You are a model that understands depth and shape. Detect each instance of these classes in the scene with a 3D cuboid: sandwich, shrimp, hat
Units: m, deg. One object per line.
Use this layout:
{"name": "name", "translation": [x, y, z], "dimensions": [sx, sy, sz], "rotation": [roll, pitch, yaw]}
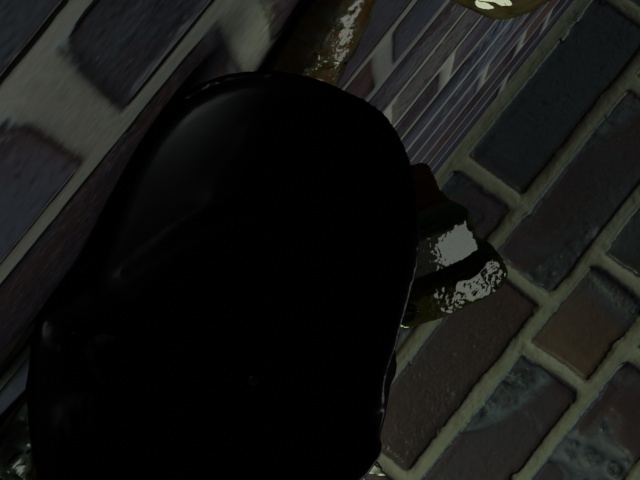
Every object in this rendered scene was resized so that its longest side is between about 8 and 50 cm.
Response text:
{"name": "sandwich", "translation": [0.059, 0.003, 1.555], "dimensions": [0.212, 0.292, 0.109], "rotation": [-64, 147, -44]}
{"name": "shrimp", "translation": [-0.005, -0.127, 1.022], "dimensions": [0.223, 0.047, 0.126], "rotation": [-57, -177, 30]}
{"name": "hat", "translation": [-0.035, 0.044, 0.952], "dimensions": [0.336, 0.238, 0.209], "rotation": [-64, 169, 18]}

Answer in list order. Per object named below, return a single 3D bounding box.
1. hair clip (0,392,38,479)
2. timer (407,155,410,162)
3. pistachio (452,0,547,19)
{"name": "hair clip", "translation": [-0.262, 0.239, 1.025], "dimensions": [0.321, 0.091, 0.138], "rotation": [-50, 171, -28]}
{"name": "timer", "translation": [-0.018, 0.010, 1.406], "dimensions": [0.175, 0.175, 0.256], "rotation": [118, -17, -62]}
{"name": "pistachio", "translation": [0.157, -0.253, 1.130], "dimensions": [0.136, 0.135, 0.226], "rotation": [-57, 178, 43]}
